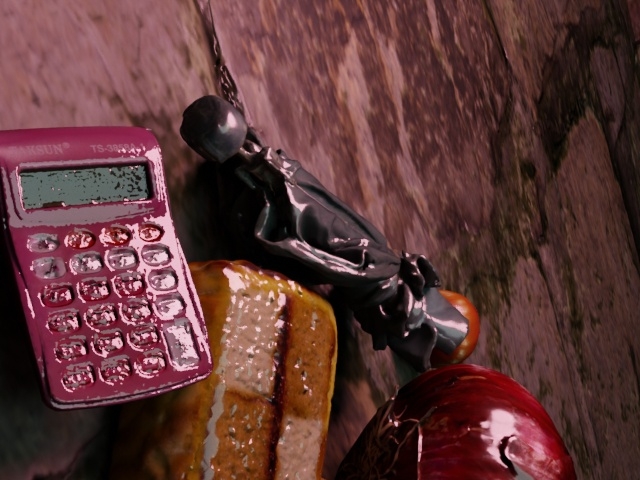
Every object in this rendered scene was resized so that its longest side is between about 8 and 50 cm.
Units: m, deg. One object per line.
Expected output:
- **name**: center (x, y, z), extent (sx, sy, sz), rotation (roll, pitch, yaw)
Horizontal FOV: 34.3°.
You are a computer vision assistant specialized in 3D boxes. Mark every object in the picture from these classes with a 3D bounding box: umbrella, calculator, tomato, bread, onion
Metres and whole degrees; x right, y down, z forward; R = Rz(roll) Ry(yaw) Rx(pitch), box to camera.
- **umbrella**: center (-0.003, 0.001, 0.873), extent (0.349, 0.143, 0.094), rotation (42, 75, -45)
- **calculator**: center (-0.146, 0.013, 0.677), extent (0.127, 0.034, 0.190), rotation (-6, 75, -40)
- **tomato**: center (0.123, 0.092, 1.090), extent (0.075, 0.087, 0.087), rotation (18, 69, -53)
- **bread**: center (-0.065, 0.131, 0.774), extent (0.181, 0.096, 0.222), rotation (32, 57, -48)
- **onion**: center (0.114, 0.263, 0.862), extent (0.314, 0.232, 0.313), rotation (-158, -90, -88)

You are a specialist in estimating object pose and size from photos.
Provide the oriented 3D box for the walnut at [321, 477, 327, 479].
- **walnut**: center (-0.029, 0.247, 0.836), extent (0.091, 0.052, 0.121), rotation (104, -3, -66)
